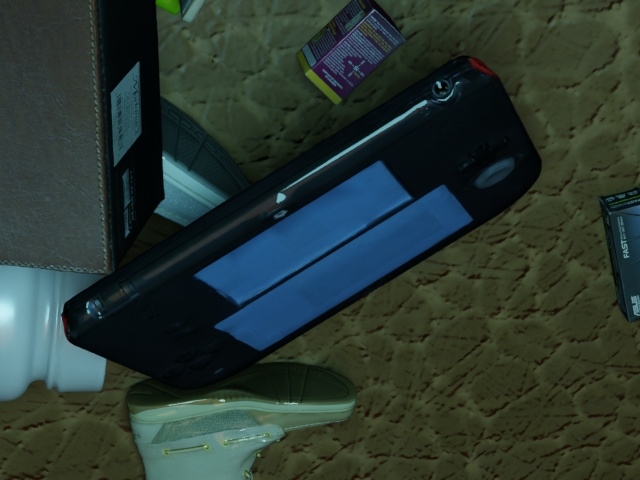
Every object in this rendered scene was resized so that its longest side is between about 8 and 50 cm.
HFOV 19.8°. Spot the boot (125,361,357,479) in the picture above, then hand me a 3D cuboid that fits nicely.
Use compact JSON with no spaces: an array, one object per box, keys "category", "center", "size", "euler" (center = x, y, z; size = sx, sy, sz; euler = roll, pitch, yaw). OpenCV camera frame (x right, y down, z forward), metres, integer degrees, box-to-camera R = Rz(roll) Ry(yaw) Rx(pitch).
[{"category":"boot","center":[-0.069,0.204,1.721],"size":[0.213,0.077,0.165],"euler":[-4,113,-1]}]

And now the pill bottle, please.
[{"category":"pill bottle","center":[-0.325,0.056,1.571],"size":[0.283,0.160,0.160],"euler":[4,113,-10]}]

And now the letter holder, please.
[{"category":"letter holder","center":[-0.245,-0.148,1.392],"size":[0.214,0.152,0.302],"euler":[5,115,9]}]

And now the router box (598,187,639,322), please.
[{"category":"router box","center":[0.317,0.007,1.712],"size":[0.092,0.038,0.122],"euler":[-15,115,-1]}]

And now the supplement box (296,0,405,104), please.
[{"category":"supplement box","center":[0.025,-0.167,1.584],"size":[0.083,0.055,0.043],"euler":[-43,114,11]}]

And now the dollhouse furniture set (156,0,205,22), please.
[{"category":"dollhouse furniture set","center":[-0.188,-0.320,1.432],"size":[0.301,0.151,0.198],"euler":[29,106,-19]}]

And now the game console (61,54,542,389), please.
[{"category":"game console","center":[0.000,0.000,1.525],"size":[0.386,0.342,0.060],"euler":[-32,77,6]}]

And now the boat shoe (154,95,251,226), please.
[{"category":"boat shoe","center":[-0.203,-0.084,1.558],"size":[0.320,0.118,0.103],"euler":[27,113,-14]}]
